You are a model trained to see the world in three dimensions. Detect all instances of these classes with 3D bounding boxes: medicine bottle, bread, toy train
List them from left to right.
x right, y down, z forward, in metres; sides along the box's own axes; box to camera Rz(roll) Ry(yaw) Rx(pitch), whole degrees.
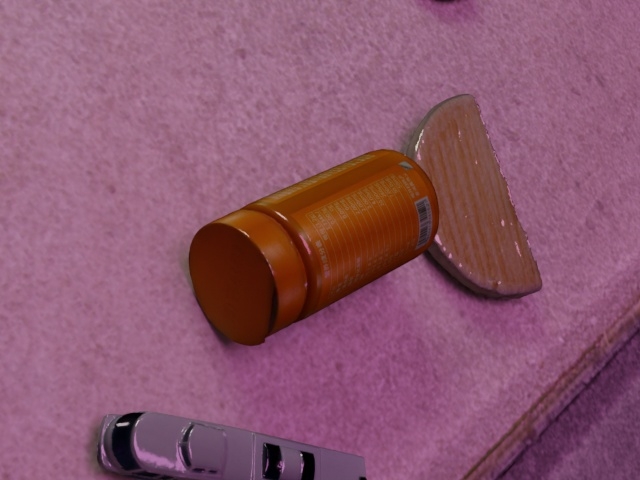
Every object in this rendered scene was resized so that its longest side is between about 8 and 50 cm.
[{"bbox_3d":[-0.058,0.155,0.841,0.207,0.047,0.043,18,59,-33],"label":"toy train"},{"bbox_3d":[0.000,0.000,0.924,0.192,0.096,0.096,-27,89,-43],"label":"medicine bottle"},{"bbox_3d":[0.121,-0.030,1.077,0.112,0.036,0.193,-18,86,-37],"label":"bread"}]
